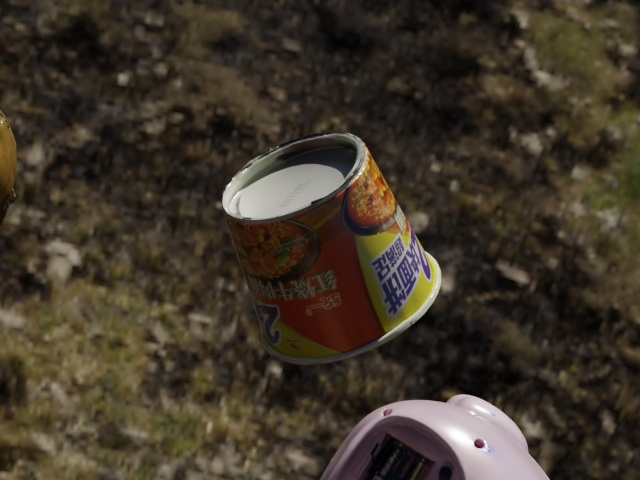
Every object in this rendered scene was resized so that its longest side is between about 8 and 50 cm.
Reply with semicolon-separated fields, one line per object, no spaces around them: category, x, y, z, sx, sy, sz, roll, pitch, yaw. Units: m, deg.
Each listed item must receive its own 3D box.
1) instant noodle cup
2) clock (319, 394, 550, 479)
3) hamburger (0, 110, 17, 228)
instant noodle cup;0.000;0.000;1.558;0.213;0.174;0.213;-19;28;10
clock;0.175;0.399;1.993;0.377;0.368;0.250;30;-9;21
hamburger;-0.254;0.013;0.886;0.124;0.262;0.131;41;22;30
